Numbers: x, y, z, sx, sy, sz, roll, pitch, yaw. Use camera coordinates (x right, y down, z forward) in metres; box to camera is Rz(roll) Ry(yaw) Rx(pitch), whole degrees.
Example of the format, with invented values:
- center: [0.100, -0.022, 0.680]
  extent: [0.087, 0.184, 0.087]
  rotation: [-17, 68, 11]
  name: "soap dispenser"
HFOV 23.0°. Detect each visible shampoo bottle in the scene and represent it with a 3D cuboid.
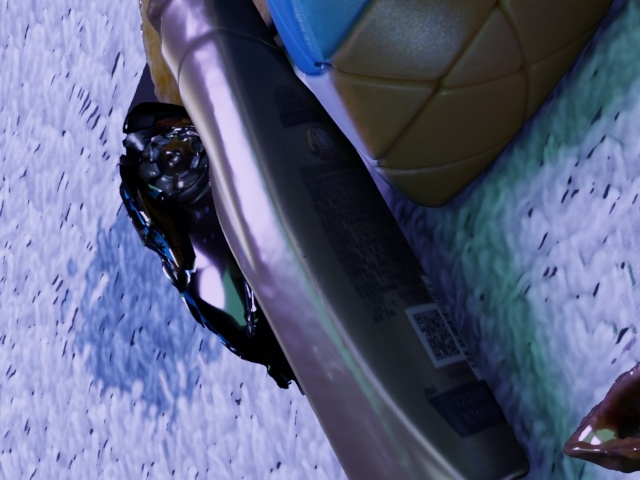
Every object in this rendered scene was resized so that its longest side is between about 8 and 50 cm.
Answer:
- center: [0.000, 0.000, 0.916]
  extent: [0.084, 0.125, 0.350]
  rotation: [-34, 78, 28]
  name: "shampoo bottle"

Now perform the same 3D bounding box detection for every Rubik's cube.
- center: [0.043, -0.142, 0.928]
  extent: [0.254, 0.254, 0.254]
  rotation: [-6, 82, 43]
  name: "Rubik's cube"

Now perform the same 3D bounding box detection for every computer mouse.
- center: [-0.053, -0.006, 1.010]
  extent: [0.077, 0.146, 0.242]
  rotation: [-37, 64, 17]
  name: "computer mouse"

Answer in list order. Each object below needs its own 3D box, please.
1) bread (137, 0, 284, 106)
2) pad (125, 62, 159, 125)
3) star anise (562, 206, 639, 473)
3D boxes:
- center: [-0.057, -0.230, 1.076]
  extent: [0.207, 0.056, 0.287]
  rotation: [-14, 78, 45]
  name: "bread"
- center: [-0.086, -0.133, 1.136]
  extent: [0.112, 0.003, 0.157]
  rotation: [36, 110, 39]
  name: "pad"
- center: [0.221, 0.058, 0.769]
  extent: [0.220, 0.099, 0.214]
  rotation: [-46, 43, 27]
  name: "star anise"
